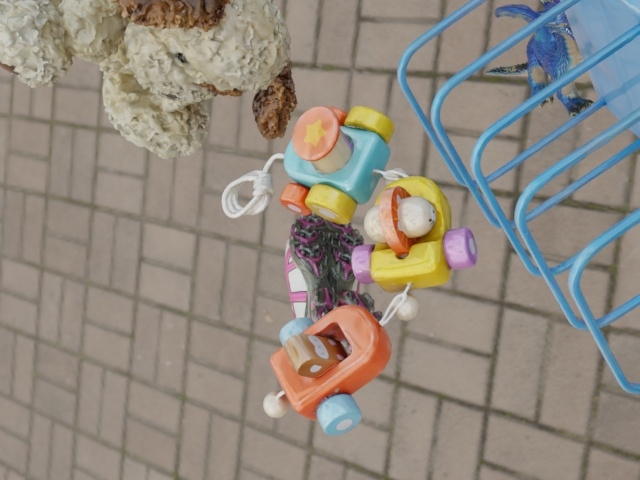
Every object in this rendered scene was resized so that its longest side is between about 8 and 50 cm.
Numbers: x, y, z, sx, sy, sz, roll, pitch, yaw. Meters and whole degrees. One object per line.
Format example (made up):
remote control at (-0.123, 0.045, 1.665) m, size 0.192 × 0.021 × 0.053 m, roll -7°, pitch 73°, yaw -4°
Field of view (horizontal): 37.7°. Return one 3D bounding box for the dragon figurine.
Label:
dragon figurine at (0.227, -0.206, 0.916) m, size 0.085 × 0.289 × 0.144 m, roll -26°, pitch 110°, yaw 0°

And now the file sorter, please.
file sorter at (0.124, -0.037, 0.422) m, size 0.104 × 0.118 × 0.170 m, roll -34°, pitch 44°, yaw 5°

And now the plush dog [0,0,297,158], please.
plush dog at (-0.123, -0.188, 0.816) m, size 0.225 × 0.262 × 0.210 m, roll 21°, pitch 84°, yaw 34°

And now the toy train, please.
toy train at (0.000, 0.000, 0.446) m, size 0.125 × 0.046 × 0.166 m, roll -33°, pitch 52°, yaw 11°

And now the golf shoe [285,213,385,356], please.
golf shoe at (0.001, 0.049, 0.764) m, size 0.186 × 0.067 × 0.086 m, roll -99°, pitch 22°, yaw -52°
